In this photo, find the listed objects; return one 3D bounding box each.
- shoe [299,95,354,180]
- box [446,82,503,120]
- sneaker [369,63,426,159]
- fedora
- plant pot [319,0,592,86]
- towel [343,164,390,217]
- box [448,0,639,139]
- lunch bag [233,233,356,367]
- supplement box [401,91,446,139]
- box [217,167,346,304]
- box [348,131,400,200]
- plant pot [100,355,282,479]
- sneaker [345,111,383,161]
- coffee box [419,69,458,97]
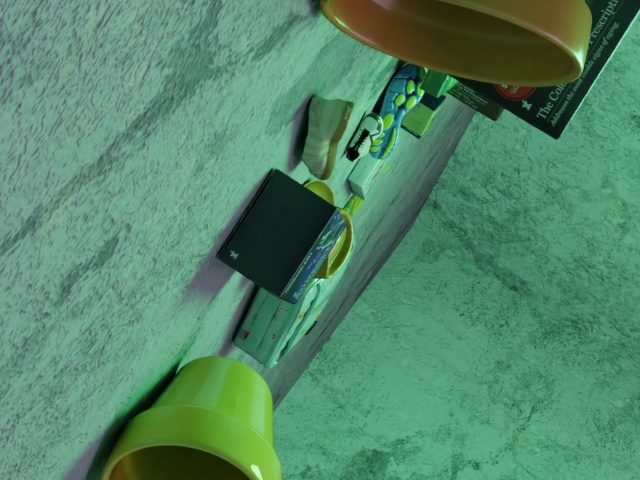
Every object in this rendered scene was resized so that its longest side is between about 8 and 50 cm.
[{"bbox_3d":[0.002,-0.149,1.578,0.219,0.058,0.076,113,-9,-70],"label":"shoe"},{"bbox_3d":[0.398,-0.417,2.589,0.167,0.168,0.203,-55,172,-12],"label":"box"},{"bbox_3d":[0.131,-0.241,2.030,0.188,0.067,0.078,-66,-161,14],"label":"sneaker"},{"bbox_3d":[0.000,0.000,1.823,0.194,0.079,0.194,-34,132,-51],"label":"fedora"},{"bbox_3d":[0.166,-0.308,1.195,0.291,0.291,0.203,39,68,-83],"label":"plant pot"},{"bbox_3d":[0.106,-0.118,2.490,0.237,0.021,0.102,-54,172,-31],"label":"towel"},{"bbox_3d":[0.327,-0.387,1.690,0.343,0.312,0.179,-62,171,25],"label":"box"},{"bbox_3d":[-0.049,0.101,2.035,0.224,0.108,0.279,-51,170,-45],"label":"lunch bag"},{"bbox_3d":[0.187,-0.261,2.177,0.056,0.083,0.083,-48,169,-47],"label":"supplement box"},{"bbox_3d":[-0.051,0.000,1.602,0.153,0.108,0.207,-57,173,-1],"label":"box"},{"bbox_3d":[0.113,-0.163,2.287,0.145,0.038,0.186,-57,172,-4],"label":"box"},{"bbox_3d":[-0.172,0.310,1.654,0.239,0.254,0.254,-75,-170,-56],"label":"plant pot"},{"bbox_3d":[0.078,-0.181,1.970,0.044,0.040,0.109,-47,167,-47],"label":"sneaker"},{"bbox_3d":[0.240,-0.330,2.013,0.113,0.040,0.184,-66,169,25],"label":"coffee box"}]
